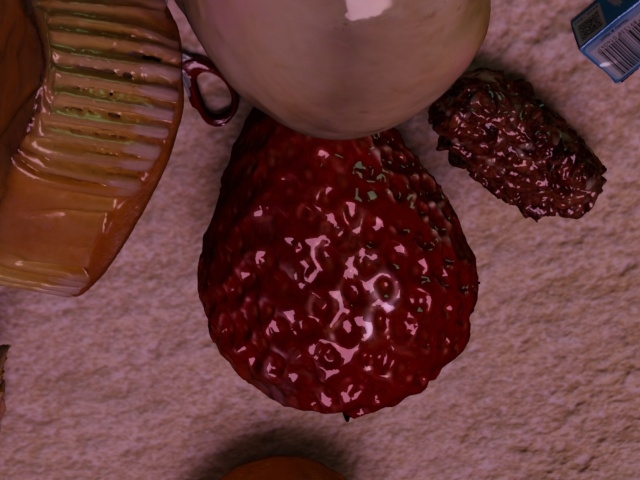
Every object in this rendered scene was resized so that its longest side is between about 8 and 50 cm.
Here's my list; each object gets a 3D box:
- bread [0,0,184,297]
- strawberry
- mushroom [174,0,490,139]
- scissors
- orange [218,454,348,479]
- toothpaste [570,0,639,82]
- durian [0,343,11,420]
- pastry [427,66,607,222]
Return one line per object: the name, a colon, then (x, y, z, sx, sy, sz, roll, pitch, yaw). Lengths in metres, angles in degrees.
bread: (-0.212, -0.087, 1.370, 0.156, 0.204, 0.288, 6, 132, -31)
strawberry: (-0.004, 0.012, 1.627, 0.292, 0.291, 0.310, -37, 113, 24)
mushroom: (0.009, -0.254, 1.378, 0.353, 0.353, 0.325, 16, 112, -19)
scissors: (-0.158, -0.205, 1.592, 0.144, 0.017, 0.247, -6, 129, -1)
orange: (-0.044, 0.364, 1.951, 0.240, 0.240, 0.240, -3, 131, -3)
toothpaste: (0.354, -0.253, 1.580, 0.065, 0.050, 0.267, 35, 119, -29)
durian: (-0.438, 0.188, 1.822, 0.196, 0.185, 0.305, 19, 124, 3)
pastry: (0.191, -0.096, 1.667, 0.115, 0.097, 0.208, -37, 127, 28)
